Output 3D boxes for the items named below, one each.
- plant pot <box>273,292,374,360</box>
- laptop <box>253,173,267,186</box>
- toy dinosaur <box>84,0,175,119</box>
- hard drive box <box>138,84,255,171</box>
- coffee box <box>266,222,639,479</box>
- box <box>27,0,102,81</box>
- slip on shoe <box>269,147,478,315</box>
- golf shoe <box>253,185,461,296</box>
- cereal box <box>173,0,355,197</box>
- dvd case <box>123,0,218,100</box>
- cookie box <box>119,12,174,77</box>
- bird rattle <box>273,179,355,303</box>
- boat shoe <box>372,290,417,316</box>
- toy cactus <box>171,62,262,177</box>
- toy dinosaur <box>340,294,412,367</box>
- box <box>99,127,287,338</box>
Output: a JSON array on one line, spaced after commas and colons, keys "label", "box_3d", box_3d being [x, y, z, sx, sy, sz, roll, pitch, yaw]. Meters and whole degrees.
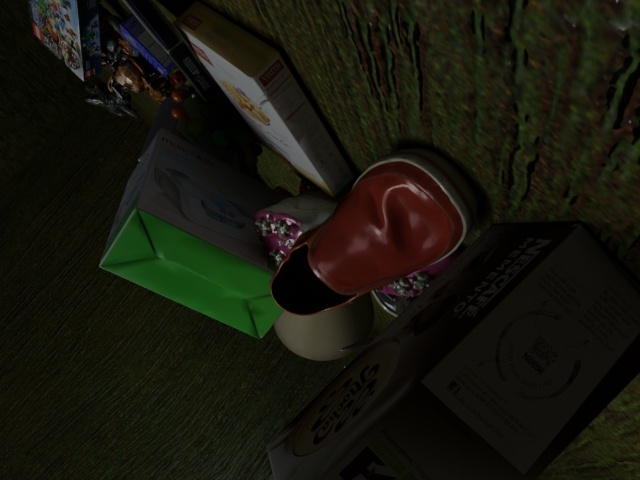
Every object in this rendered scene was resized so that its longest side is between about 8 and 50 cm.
[{"label": "plant pot", "box_3d": [0.002, 0.110, 1.597, 0.256, 0.256, 0.274, 41, 158, 24]}, {"label": "laptop", "box_3d": [-0.162, -0.003, 1.758, 0.136, 0.234, 0.264, 39, 173, 29]}, {"label": "toy dinosaur", "box_3d": [-0.378, -0.335, 1.345, 0.322, 0.164, 0.218, 65, 156, -3]}, {"label": "hard drive box", "box_3d": [-0.209, -0.161, 1.210, 0.181, 0.089, 0.232, 46, -159, -26]}, {"label": "coffee box", "box_3d": [0.107, 0.126, 0.555, 0.119, 0.297, 0.168, 47, 175, -6]}, {"label": "box", "box_3d": [-0.463, -0.423, 1.215, 0.159, 0.044, 0.233, 41, 145, 16]}, {"label": "slip on shoe", "box_3d": [0.042, 0.009, 0.716, 0.123, 0.101, 0.331, 47, 147, -6]}, {"label": "golf shoe", "box_3d": [0.056, -0.017, 0.891, 0.306, 0.140, 0.115, 14, 130, 35]}, {"label": "cereal box", "box_3d": [-0.064, -0.168, 0.836, 0.173, 0.047, 0.240, 41, 174, 37]}, {"label": "dvd case", "box_3d": [-0.231, -0.302, 0.879, 0.238, 0.029, 0.179, 52, 180, 8]}, {"label": "cookie box", "box_3d": [-0.301, -0.345, 1.203, 0.107, 0.040, 0.092, 45, 174, -15]}, {"label": "bird rattle", "box_3d": [0.000, 0.000, 1.275, 0.253, 0.143, 0.207, 46, -169, 3]}, {"label": "boat shoe", "box_3d": [0.181, 0.127, 1.340, 0.206, 0.075, 0.065, 47, 133, 23]}, {"label": "toy cactus", "box_3d": [-0.163, -0.208, 1.102, 0.219, 0.112, 0.180, 44, -167, -31]}, {"label": "toy dinosaur", "box_3d": [0.185, 0.111, 0.825, 0.160, 0.121, 0.313, 26, -161, 35]}, {"label": "box", "box_3d": [-0.169, -0.012, 1.032, 0.262, 0.127, 0.231, 28, -150, -21]}]
